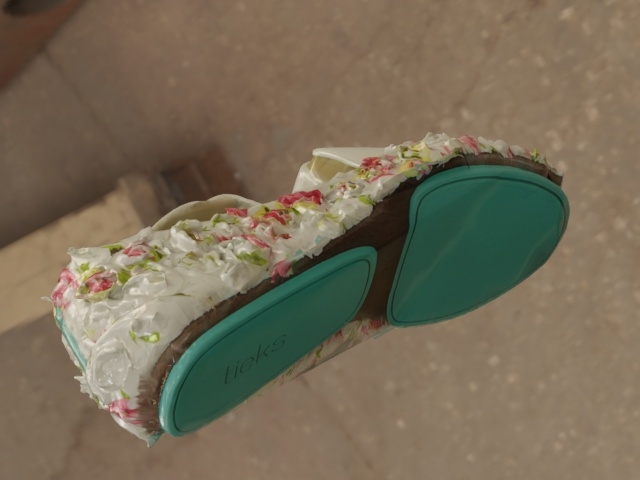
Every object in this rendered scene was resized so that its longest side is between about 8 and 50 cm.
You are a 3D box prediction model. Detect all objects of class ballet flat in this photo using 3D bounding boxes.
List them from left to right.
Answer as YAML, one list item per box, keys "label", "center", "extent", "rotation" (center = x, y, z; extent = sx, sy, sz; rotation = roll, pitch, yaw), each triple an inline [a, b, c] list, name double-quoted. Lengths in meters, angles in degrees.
- label: "ballet flat"
  center: [0.000, 0.000, 0.605]
  extent: [0.077, 0.241, 0.091]
  rotation: [36, 126, 31]
